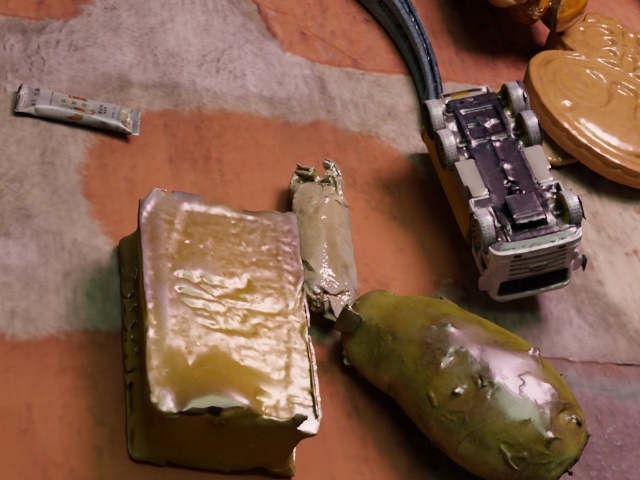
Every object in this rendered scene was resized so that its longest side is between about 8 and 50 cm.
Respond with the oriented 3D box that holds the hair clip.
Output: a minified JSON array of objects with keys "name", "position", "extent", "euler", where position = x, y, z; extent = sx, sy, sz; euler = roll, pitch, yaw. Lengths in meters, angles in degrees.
[{"name":"hair clip","position":[0.081,-0.214,1.649],"extent":[0.083,0.048,0.275],"euler":[-1,47,-32]}]

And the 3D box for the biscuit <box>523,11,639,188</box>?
[{"name":"biscuit","position":[0.311,-0.153,1.684],"extent":[0.202,0.044,0.289],"euler":[27,38,0]}]

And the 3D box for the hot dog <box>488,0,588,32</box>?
[{"name":"hot dog","position":[0.187,-0.333,1.779],"extent":[0.135,0.100,0.337],"euler":[14,33,-28]}]

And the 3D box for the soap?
[{"name":"soap","position":[-0.080,0.066,1.247],"extent":[0.135,0.076,0.233],"euler":[10,41,-18]}]

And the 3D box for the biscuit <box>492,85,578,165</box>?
[{"name":"biscuit","position":[0.219,-0.117,1.632],"extent":[0.120,0.015,0.120],"euler":[14,41,-12]}]

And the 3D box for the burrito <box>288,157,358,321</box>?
[{"name":"burrito","position":[0.000,-0.001,1.381],"extent":[0.058,0.045,0.188],"euler":[5,45,-11]}]

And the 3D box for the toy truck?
[{"name":"toy truck","position":[0.160,-0.048,1.455],"extent":[0.098,0.114,0.227],"euler":[-12,48,-7]}]

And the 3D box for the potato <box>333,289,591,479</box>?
[{"name":"potato","position":[0.111,0.111,1.278],"extent":[0.225,0.090,0.117],"euler":[36,48,24]}]

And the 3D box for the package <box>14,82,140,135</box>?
[{"name":"package","position":[-0.211,-0.114,1.423],"extent":[0.110,0.015,0.037],"euler":[12,47,-11]}]
